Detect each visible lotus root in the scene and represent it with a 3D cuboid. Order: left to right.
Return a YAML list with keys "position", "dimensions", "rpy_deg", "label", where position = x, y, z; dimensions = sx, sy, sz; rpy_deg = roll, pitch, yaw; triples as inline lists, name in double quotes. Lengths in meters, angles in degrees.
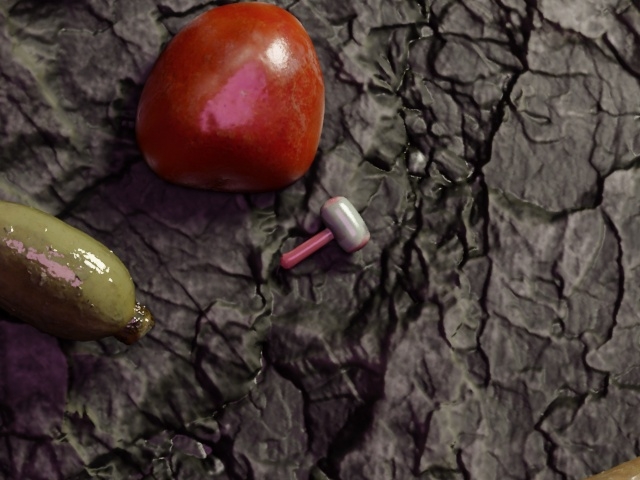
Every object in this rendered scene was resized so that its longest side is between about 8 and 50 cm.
- position: [-0.222, 0.033, 1.493]
  dimensions: [0.183, 0.090, 0.077]
  rpy_deg: [32, 36, -5]
  label: "lotus root"

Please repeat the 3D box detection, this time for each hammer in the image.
- position: [0.000, 0.000, 1.573]
  dimensions: [0.083, 0.031, 0.052]
  rpy_deg: [-34, 85, -8]
  label: "hammer"

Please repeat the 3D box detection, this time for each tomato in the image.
- position: [-0.074, -0.131, 1.553]
  dimensions: [0.166, 0.082, 0.174]
  rpy_deg: [6, 82, -9]
  label: "tomato"

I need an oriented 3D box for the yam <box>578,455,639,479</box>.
- position: [0.266, 0.226, 1.563]
  dimensions: [0.357, 0.081, 0.081]
  rpy_deg: [-16, 84, -13]
  label: "yam"
